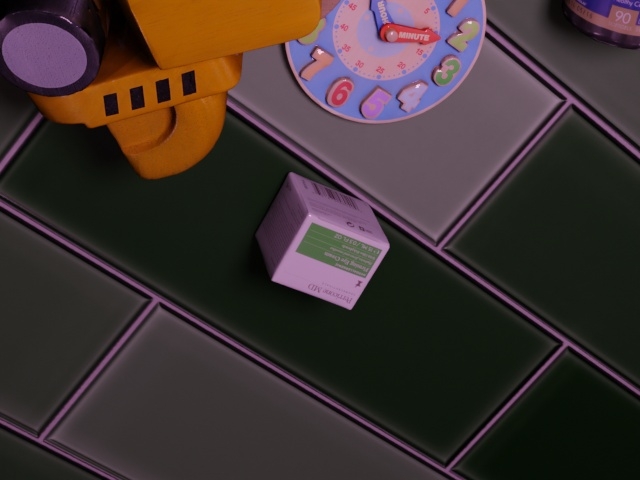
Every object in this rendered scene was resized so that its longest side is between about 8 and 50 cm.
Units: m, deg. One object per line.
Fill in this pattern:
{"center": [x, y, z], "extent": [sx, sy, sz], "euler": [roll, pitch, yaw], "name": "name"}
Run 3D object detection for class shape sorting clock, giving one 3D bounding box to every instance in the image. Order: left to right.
{"center": [0.066, -0.210, 1.284], "extent": [0.206, 0.040, 0.206], "euler": [-5, 118, -10], "name": "shape sorting clock"}

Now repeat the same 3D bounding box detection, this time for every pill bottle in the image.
{"center": [0.316, -0.305, 1.230], "extent": [0.122, 0.123, 0.219], "euler": [1, 126, -14], "name": "pill bottle"}

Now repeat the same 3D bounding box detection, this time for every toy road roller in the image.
{"center": [-0.115, -0.196, 1.144], "extent": [0.329, 0.203, 0.241], "euler": [-13, 136, 14], "name": "toy road roller"}

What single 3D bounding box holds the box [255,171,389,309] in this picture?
{"center": [0.000, 0.000, 1.344], "extent": [0.101, 0.102, 0.087], "euler": [21, 113, -24], "name": "box"}
